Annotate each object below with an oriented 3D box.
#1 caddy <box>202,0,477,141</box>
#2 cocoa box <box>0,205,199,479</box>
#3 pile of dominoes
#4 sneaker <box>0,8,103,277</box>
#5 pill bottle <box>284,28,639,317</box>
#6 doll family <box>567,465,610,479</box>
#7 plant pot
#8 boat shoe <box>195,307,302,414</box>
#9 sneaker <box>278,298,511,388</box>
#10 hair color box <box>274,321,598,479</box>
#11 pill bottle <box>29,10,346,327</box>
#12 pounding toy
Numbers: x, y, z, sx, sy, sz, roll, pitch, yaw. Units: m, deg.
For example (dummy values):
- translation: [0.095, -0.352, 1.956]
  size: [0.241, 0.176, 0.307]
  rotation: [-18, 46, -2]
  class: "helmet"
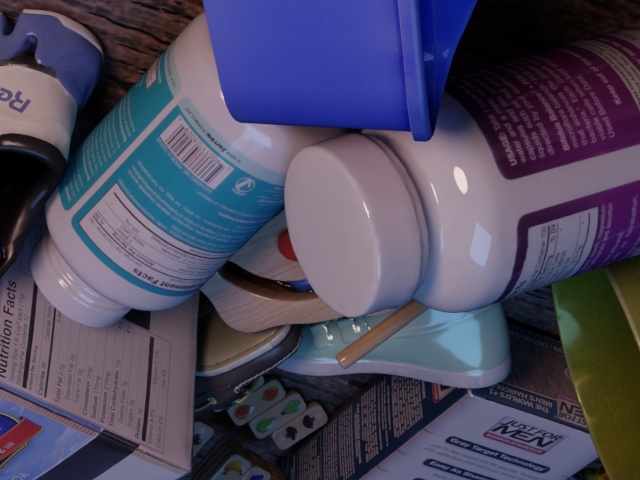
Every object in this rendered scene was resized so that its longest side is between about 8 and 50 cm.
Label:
- translation: [0.027, -0.213, 1.196]
  size: [0.179, 0.241, 0.341]
  rotation: [-1, 144, 7]
  class: "caddy"
- translation: [-0.300, 0.132, 1.651]
  size: [0.228, 0.231, 0.347]
  rotation: [29, 134, -34]
  class: "cocoa box"
- translation: [-0.123, 0.195, 1.825]
  size: [0.196, 0.040, 0.251]
  rotation: [-48, 129, 8]
  class: "pile of dominoes"
- translation: [-0.315, -0.050, 1.452]
  size: [0.315, 0.182, 0.127]
  rotation: [-17, 139, 20]
  class: "sneaker"
- translation: [0.132, -0.044, 1.390]
  size: [0.301, 0.169, 0.169]
  rotation: [-16, 151, -27]
  class: "pill bottle"
- translation: [0.267, 0.261, 1.961]
  size: [0.263, 0.118, 0.163]
  rotation: [2, 154, 27]
  class: "doll family"
- translation: [0.378, 0.077, 1.607]
  size: [0.294, 0.274, 0.275]
  rotation: [-17, 143, -6]
  class: "plant pot"
- translation: [-0.095, 0.112, 1.689]
  size: [0.228, 0.081, 0.069]
  rotation: [-21, 126, 38]
  class: "boat shoe"
- translation: [0.040, 0.039, 1.676]
  size: [0.256, 0.094, 0.151]
  rotation: [4, 119, 19]
  class: "sneaker"
- translation: [0.111, 0.210, 1.871]
  size: [0.174, 0.105, 0.347]
  rotation: [20, 139, -26]
  class: "hair color box"
- translation: [-0.112, -0.045, 1.462]
  size: [0.146, 0.146, 0.264]
  rotation: [26, 126, -31]
  class: "pill bottle"
- translation: [0.000, 0.000, 1.522]
  size: [0.270, 0.155, 0.154]
  rotation: [-9, 119, 24]
  class: "pounding toy"
